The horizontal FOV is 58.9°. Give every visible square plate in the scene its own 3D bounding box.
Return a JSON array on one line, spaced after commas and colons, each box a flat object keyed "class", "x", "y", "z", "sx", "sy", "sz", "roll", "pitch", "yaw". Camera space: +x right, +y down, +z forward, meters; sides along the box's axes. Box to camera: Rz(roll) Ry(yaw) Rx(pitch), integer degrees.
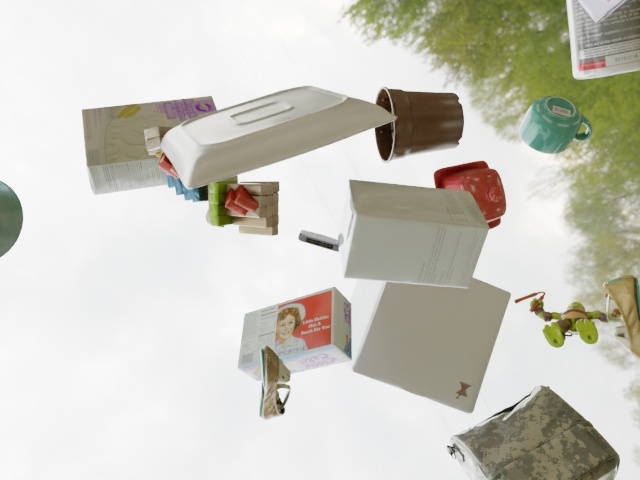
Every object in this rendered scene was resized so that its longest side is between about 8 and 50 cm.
[{"class": "square plate", "x": -0.097, "y": -0.202, "z": 0.983, "sx": 0.347, "sy": 0.344, "sz": 0.049, "roll": -21, "pitch": -65, "yaw": -14}]

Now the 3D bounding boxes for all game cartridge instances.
[{"class": "game cartridge", "x": 0.000, "y": 0.000, "z": 1.064, "sx": 0.083, "sy": 0.017, "sz": 0.056, "roll": 17, "pitch": -165, "yaw": 0}]

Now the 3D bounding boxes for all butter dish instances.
[{"class": "butter dish", "x": 0.348, "y": -0.096, "z": 1.235, "sx": 0.160, "sy": 0.118, "sz": 0.160, "roll": -14, "pitch": -88, "yaw": -22}]

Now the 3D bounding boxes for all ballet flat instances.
[{"class": "ballet flat", "x": -0.096, "y": 0.298, "z": 1.195, "sx": 0.067, "sy": 0.206, "sz": 0.073, "roll": 0, "pitch": -143, "yaw": -7}, {"class": "ballet flat", "x": 0.663, "y": 0.176, "z": 1.224, "sx": 0.232, "sy": 0.073, "sz": 0.080, "roll": 68, "pitch": -151, "yaw": -18}]

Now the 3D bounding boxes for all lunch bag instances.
[{"class": "lunch bag", "x": 0.481, "y": 0.495, "z": 1.302, "sx": 0.305, "sy": 0.212, "sz": 0.256, "roll": -25, "pitch": -135, "yaw": -10}]

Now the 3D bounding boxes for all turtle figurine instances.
[{"class": "turtle figurine", "x": 0.580, "y": 0.187, "z": 1.328, "sx": 0.217, "sy": 0.270, "sz": 0.087, "roll": -22, "pitch": -68, "yaw": -59}]

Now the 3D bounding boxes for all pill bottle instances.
[{"class": "pill bottle", "x": 0.583, "y": -0.481, "z": 1.139, "sx": 0.161, "sy": 0.161, "sz": 0.283, "roll": -31, "pitch": -66, "yaw": -52}]

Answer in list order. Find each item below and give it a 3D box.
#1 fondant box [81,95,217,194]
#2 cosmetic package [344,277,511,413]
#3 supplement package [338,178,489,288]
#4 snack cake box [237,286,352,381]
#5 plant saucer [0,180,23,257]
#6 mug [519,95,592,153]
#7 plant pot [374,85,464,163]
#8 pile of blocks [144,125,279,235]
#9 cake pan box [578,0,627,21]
[{"class": "fondant box", "x": -0.405, "y": -0.243, "z": 1.403, "sx": 0.330, "sy": 0.096, "sz": 0.238, "roll": -10, "pitch": -132, "yaw": -17}, {"class": "cosmetic package", "x": 0.257, "y": 0.237, "z": 1.575, "sx": 0.329, "sy": 0.394, "sz": 0.327, "roll": 21, "pitch": -96, "yaw": -5}, {"class": "supplement package", "x": 0.122, "y": -0.010, "z": 0.787, "sx": 0.179, "sy": 0.105, "sz": 0.105, "roll": 6, "pitch": -147, "yaw": -6}, {"class": "snack cake box", "x": -0.060, "y": 0.224, "z": 1.338, "sx": 0.089, "sy": 0.264, "sz": 0.152, "roll": 47, "pitch": -145, "yaw": -41}, {"class": "plant saucer", "x": -0.731, "y": -0.043, "z": 1.199, "sx": 0.037, "sy": 0.195, "sz": 0.195, "roll": 14, "pitch": -152, "yaw": 28}, {"class": "mug", "x": 0.579, "y": -0.294, "z": 1.390, "sx": 0.158, "sy": 0.097, "sz": 0.129, "roll": -21, "pitch": -121, "yaw": -19}, {"class": "plant pot", "x": 0.219, "y": -0.260, "z": 1.259, "sx": 0.165, "sy": 0.167, "sz": 0.167, "roll": -4, "pitch": -123, "yaw": -8}, {"class": "pile of blocks", "x": -0.243, "y": -0.110, "z": 1.116, "sx": 0.362, "sy": 0.149, "sz": 0.113, "roll": 32, "pitch": -159, "yaw": 24}, {"class": "cake pan box", "x": 0.418, "y": -0.364, "z": 0.568, "sx": 0.246, "sy": 0.267, "sz": 0.070, "roll": -38, "pitch": -92, "yaw": -25}]
